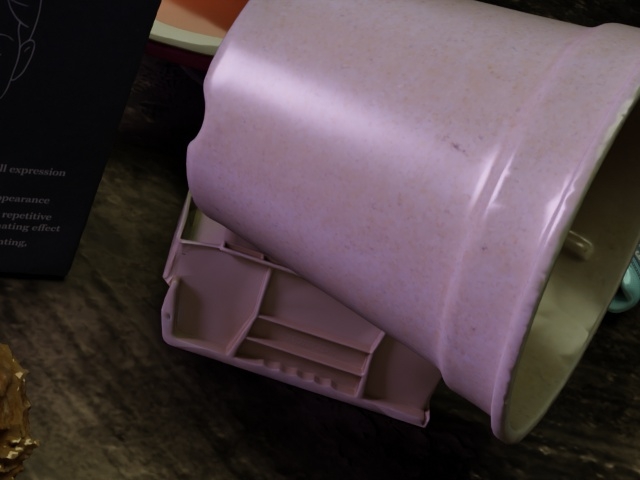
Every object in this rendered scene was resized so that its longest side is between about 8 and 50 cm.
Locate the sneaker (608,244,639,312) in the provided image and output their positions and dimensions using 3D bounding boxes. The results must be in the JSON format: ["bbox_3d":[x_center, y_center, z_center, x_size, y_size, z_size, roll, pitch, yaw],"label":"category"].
[{"bbox_3d":[0.216,-0.024,1.532,0.283,0.110,0.122,26,41,1],"label":"sneaker"}]

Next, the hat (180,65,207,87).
[{"bbox_3d":[-0.104,-0.291,1.618,0.134,0.331,0.331,0,22,37],"label":"hat"}]

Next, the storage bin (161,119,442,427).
[{"bbox_3d":[0.000,0.000,1.369,0.260,0.123,0.262,18,38,-8],"label":"storage bin"}]

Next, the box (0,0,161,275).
[{"bbox_3d":[-0.306,-0.185,1.190,0.293,0.395,0.212,5,43,-26],"label":"box"}]

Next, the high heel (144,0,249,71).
[{"bbox_3d":[-0.056,-0.182,1.516,0.377,0.181,0.127,0,64,-31],"label":"high heel"}]

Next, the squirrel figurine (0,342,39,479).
[{"bbox_3d":[-0.372,0.086,0.893,0.397,0.281,0.370,47,20,2],"label":"squirrel figurine"}]

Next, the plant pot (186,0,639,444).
[{"bbox_3d":[0.081,-0.062,1.160,0.305,0.334,0.334,26,36,18],"label":"plant pot"}]
